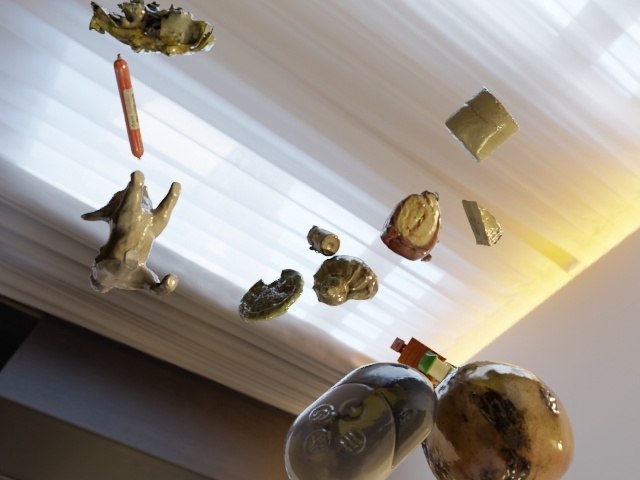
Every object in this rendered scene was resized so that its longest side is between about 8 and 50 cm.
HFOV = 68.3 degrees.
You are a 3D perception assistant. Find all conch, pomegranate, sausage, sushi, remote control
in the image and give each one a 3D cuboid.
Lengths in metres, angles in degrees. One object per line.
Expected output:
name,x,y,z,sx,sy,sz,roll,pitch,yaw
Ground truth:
conch,0.087,0.121,1.654,0.210,0.159,0.291,-5,-159,26
pomegranate,0.364,0.407,0.989,0.322,0.322,0.322,-52,-162,24
sausage,-0.427,-0.290,1.054,0.034,0.034,0.253,-78,176,-48
sushi,-0.398,-0.506,1.122,0.139,0.290,0.131,-105,-151,-67
remote control,0.079,0.355,0.912,0.332,0.104,0.221,-30,-147,-28

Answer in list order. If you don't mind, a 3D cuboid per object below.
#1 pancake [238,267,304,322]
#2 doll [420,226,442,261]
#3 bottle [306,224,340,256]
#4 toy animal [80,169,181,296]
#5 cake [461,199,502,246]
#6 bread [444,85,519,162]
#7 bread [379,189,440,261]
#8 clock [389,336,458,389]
pancake,-0.161,0.176,1.517,0.253,0.037,0.254,-24,-154,12
doll,0.445,-0.028,2.011,0.211,0.093,0.262,-36,-137,56
bottle,0.001,-0.001,1.749,0.152,0.099,0.099,29,-92,54
toy animal,-0.558,-0.014,1.348,0.302,0.194,0.345,-10,-110,36
cake,0.370,-0.044,1.100,0.065,0.121,0.052,-52,-157,-15
bread,0.420,-0.300,1.236,0.141,0.148,0.134,-42,177,24
bread,0.308,-0.052,1.549,0.244,0.190,0.123,-56,-168,-25
clock,0.352,0.394,1.464,0.106,0.255,0.220,-55,-157,-9
